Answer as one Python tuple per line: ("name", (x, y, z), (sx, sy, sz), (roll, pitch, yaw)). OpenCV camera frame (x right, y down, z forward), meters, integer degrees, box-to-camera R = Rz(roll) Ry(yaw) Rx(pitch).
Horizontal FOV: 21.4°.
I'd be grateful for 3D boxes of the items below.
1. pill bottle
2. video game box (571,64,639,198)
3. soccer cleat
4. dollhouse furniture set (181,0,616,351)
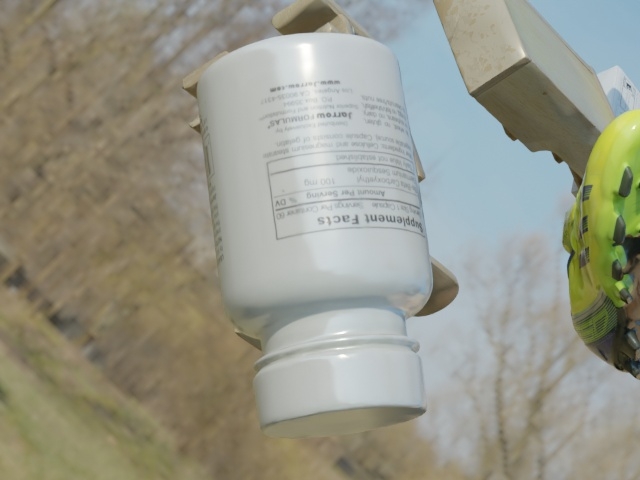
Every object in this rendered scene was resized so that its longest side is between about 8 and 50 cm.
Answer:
("pill bottle", (0.000, 0.000, 1.044), (0.131, 0.131, 0.229), (64, 17, -74))
("video game box", (0.371, -0.073, 1.986), (0.048, 0.205, 0.187), (-25, -57, 36))
("soccer cleat", (0.222, -0.004, 1.311), (0.121, 0.093, 0.289), (46, -18, 35))
("dollhouse furniture set", (0.096, -0.082, 1.814), (0.256, 0.394, 0.362), (36, 29, -44))
